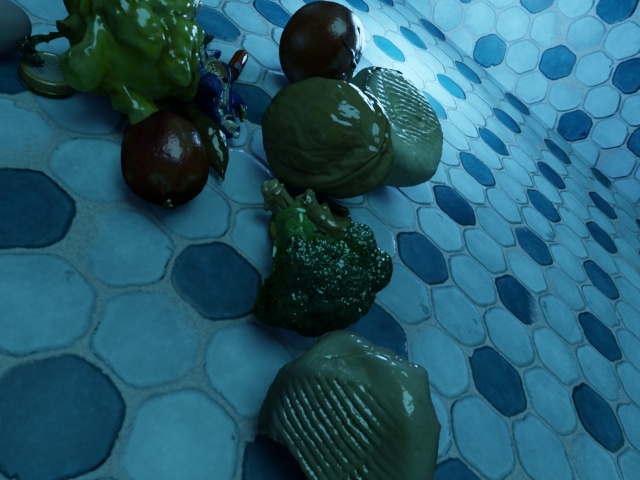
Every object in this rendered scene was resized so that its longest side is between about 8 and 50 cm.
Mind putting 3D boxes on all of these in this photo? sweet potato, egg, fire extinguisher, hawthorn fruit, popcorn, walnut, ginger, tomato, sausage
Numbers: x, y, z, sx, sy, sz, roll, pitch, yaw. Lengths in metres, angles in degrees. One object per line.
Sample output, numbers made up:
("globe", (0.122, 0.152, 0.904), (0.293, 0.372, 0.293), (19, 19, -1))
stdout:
("sweet potato", (-0.264, -0.249, 0.997), (0.075, 0.075, 0.269), (-17, 63, -43))
("egg", (-0.626, -0.412, 0.851), (0.103, 0.103, 0.135), (39, 38, -1))
("fire extinguisher", (0.037, -0.079, 1.054), (0.083, 0.022, 0.028), (23, 14, -18))
("hawthorn fruit", (-0.283, -0.140, 0.831), (0.169, 0.169, 0.188), (-3, 56, -37))
("popcorn", (-0.369, -0.406, 0.906), (0.335, 0.279, 0.274), (51, 14, 28))
("walnut", (0.019, -0.232, 1.014), (0.313, 0.277, 0.252), (23, 46, 40))
("ginger", (-0.001, -0.056, 0.971), (0.288, 0.075, 0.089), (21, 78, -19))
("tomato", (-0.001, -0.566, 1.315), (0.265, 0.265, 0.265), (19, 46, -22))
("sausage", (-0.235, -0.504, 1.253), (0.050, 0.048, 0.145), (-2, 45, 12))

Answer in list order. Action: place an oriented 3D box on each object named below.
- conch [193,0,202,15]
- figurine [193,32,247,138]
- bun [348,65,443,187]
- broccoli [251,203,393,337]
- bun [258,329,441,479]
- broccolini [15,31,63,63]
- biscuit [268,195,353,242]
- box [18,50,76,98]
("conch", (-0.428, -0.676, 1.239), (0.155, 0.130, 0.207), (26, 58, 34))
("figurine", (-0.260, -0.356, 1.067), (0.164, 0.120, 0.262), (43, 27, -66))
("bun", (0.178, -0.308, 1.268), (0.359, 0.211, 0.360), (17, 58, -29))
("broccoli", (-0.002, 0.042, 0.818), (0.269, 0.254, 0.269), (23, 36, -18))
("bun", (0.058, 0.273, 0.683), (0.281, 0.281, 0.205), (53, 19, 14))
("broccolini", (-0.549, -0.413, 0.901), (0.052, 0.054, 0.194), (14, 42, 1))
("biscuit", (0.000, 0.000, 1.003), (0.254, 0.035, 0.254), (18, 47, -21))
("box", (-0.545, -0.334, 0.893), (0.105, 0.037, 0.105), (19, 47, -22))
